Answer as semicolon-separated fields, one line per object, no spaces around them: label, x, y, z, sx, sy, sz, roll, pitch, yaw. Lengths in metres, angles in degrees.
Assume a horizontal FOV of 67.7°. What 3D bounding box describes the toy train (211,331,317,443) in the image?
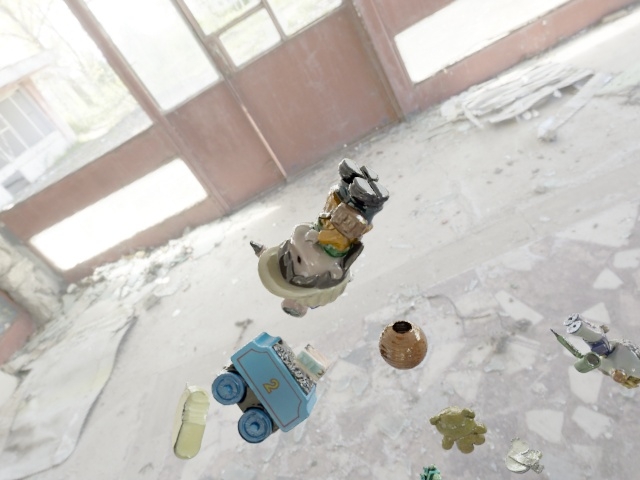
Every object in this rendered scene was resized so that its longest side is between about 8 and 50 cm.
toy train;-0.168;0.465;1.502;0.265;0.300;0.188;-38;-4;7

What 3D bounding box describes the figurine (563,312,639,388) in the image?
figurine;0.860;0.320;1.433;0.133;0.274;0.194;-48;-16;22

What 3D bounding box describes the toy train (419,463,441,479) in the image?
toy train;0.197;0.448;0.863;0.029;0.092;0.045;2;23;-16

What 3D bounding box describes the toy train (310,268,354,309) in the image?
toy train;0.014;0.135;1.549;0.204;0.131;0.082;-27;45;23

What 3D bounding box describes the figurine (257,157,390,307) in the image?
figurine;0.027;0.003;1.013;0.332;0.204;0.185;-43;44;20

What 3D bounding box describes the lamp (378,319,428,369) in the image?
lamp;0.224;0.283;1.294;0.136;0.136;0.136;-24;29;15

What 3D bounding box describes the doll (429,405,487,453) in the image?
doll;0.397;0.532;1.354;0.137;0.209;0.097;-25;36;13

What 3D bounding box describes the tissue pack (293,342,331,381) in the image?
tissue pack;-0.022;0.353;1.383;0.058;0.094;0.074;-53;-8;18

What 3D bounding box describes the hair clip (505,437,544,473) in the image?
hair clip;0.684;0.738;1.618;0.116;0.049;0.172;-37;3;-14

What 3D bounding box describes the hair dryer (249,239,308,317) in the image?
hair dryer;-0.148;0.119;1.726;0.107;0.344;0.189;-11;46;43

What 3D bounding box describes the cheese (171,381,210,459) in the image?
cheese;-0.275;0.346;0.993;0.255;0.050;0.127;-174;99;-71

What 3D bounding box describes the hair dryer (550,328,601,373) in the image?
hair dryer;0.702;0.304;1.337;0.047;0.071;0.150;-37;68;-19
